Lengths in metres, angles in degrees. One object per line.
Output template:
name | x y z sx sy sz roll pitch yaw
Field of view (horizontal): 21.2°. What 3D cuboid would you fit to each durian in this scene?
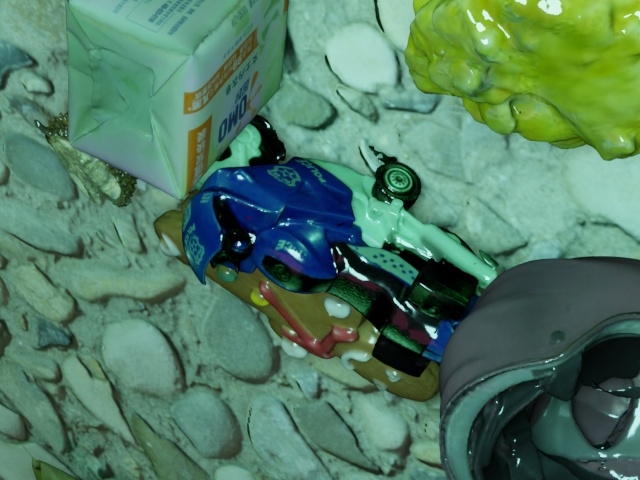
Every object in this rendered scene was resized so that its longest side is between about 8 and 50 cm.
durian | -0.243 -0.101 1.815 0.110 0.071 0.140 -4 140 49

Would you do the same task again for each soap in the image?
soap | -0.127 -0.175 1.545 0.138 0.199 0.182 25 139 15

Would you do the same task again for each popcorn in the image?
popcorn | 0.187 -0.169 1.324 0.233 0.192 0.266 13 160 10

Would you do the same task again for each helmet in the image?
helmet | 0.261 0.129 1.501 0.338 0.197 0.271 3 128 -8

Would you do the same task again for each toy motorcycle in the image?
toy motorcycle | 0.000 0.000 1.599 0.331 0.196 0.125 31 139 3

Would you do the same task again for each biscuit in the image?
biscuit | -0.021 0.069 1.766 0.340 0.047 0.216 37 158 -9

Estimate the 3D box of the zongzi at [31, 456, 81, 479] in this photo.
zongzi | -0.232 0.404 2.244 0.274 0.145 0.300 -11 113 40
